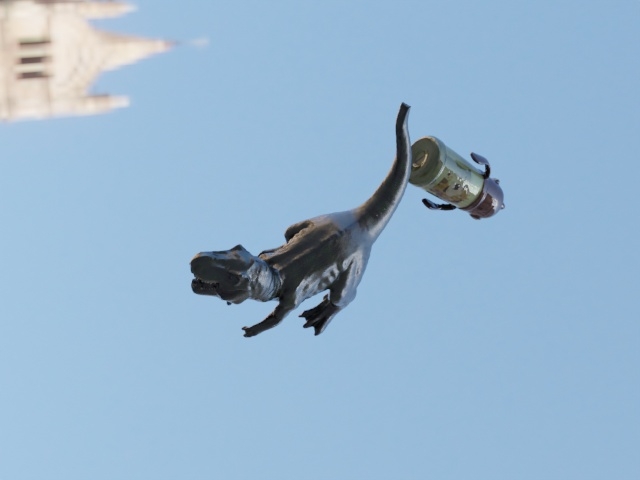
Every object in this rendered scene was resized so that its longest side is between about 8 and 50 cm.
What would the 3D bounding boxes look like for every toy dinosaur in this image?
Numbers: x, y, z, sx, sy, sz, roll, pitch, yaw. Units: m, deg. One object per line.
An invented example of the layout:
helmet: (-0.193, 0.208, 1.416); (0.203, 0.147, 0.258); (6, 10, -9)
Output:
toy dinosaur: (0.000, 0.000, 1.418); (0.087, 0.187, 0.179); (51, -44, 13)

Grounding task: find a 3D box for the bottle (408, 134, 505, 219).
bottle: (0.122, -0.051, 1.615); (0.063, 0.101, 0.047); (-22, -132, 44)
